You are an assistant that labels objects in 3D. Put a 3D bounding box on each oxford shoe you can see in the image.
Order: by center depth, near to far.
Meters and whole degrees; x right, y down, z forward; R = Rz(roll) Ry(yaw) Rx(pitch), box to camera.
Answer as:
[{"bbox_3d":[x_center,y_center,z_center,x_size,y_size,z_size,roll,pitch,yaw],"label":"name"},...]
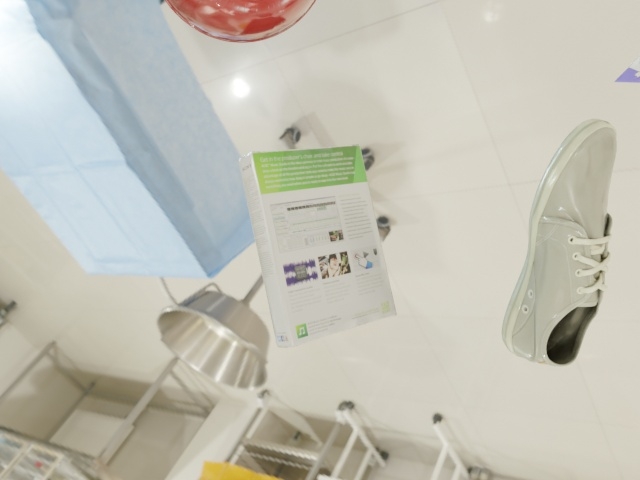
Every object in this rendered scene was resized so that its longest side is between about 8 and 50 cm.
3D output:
[{"bbox_3d":[0.427,0.023,1.024,0.130,0.169,0.448,38,127,51],"label":"oxford shoe"}]

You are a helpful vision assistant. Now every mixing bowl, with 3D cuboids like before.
[{"bbox_3d":[-0.067,-0.269,0.555,0.181,0.182,0.098,59,180,-28],"label":"mixing bowl"}]

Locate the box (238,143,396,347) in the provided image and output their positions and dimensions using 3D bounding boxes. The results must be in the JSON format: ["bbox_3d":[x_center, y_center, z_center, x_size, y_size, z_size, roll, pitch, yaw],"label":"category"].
[{"bbox_3d":[0.000,0.000,1.048,0.059,0.232,0.321,-13,88,54],"label":"box"}]

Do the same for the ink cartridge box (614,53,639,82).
[{"bbox_3d":[0.817,-0.441,1.425,0.045,0.206,0.208,56,136,24],"label":"ink cartridge box"}]
